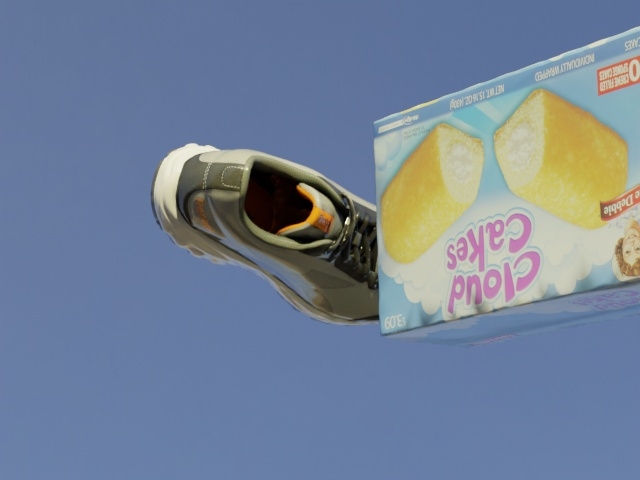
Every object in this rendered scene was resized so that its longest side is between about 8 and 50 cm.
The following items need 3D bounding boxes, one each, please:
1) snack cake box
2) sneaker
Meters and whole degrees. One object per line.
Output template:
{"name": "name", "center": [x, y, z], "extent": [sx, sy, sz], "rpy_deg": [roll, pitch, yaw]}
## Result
{"name": "snack cake box", "center": [0.149, -0.025, 1.244], "extent": [0.089, 0.152, 0.264], "rpy_deg": [9, -16, -37]}
{"name": "sneaker", "center": [0.000, 0.000, 1.545], "extent": [0.271, 0.100, 0.108], "rpy_deg": [22, -17, -36]}
